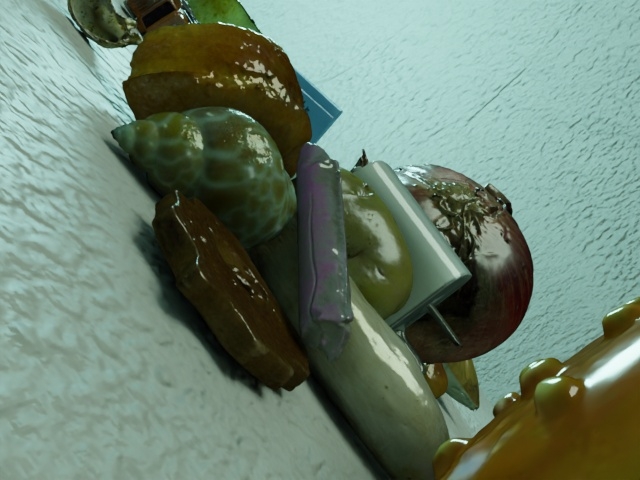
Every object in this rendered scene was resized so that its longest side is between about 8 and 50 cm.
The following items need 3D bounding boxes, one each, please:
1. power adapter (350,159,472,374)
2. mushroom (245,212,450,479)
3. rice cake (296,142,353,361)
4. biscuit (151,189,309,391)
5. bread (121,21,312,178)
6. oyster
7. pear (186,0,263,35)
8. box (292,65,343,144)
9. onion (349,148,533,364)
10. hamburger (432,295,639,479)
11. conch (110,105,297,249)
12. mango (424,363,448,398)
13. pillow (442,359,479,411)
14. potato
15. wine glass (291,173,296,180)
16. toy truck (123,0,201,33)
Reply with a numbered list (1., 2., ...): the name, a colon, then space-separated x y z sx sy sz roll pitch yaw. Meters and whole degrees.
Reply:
1. power adapter: 0.084 0.051 1.193 0.255 0.187 0.124 54 12 12
2. mushroom: 0.017 0.091 0.926 0.351 0.095 0.123 57 -10 20
3. rice cake: 0.001 0.000 0.871 0.049 0.055 0.270 16 40 -16
4. biscuit: -0.076 0.041 0.725 0.182 0.034 0.215 56 5 11
5. bread: -0.085 -0.147 0.999 0.260 0.134 0.129 31 50 -57
6. oyster: -0.243 -0.255 1.030 0.038 0.080 0.083 176 -91 -70
7. pear: -0.263 -0.475 1.751 0.292 0.159 0.292 55 2 -3
8. box: -0.078 -0.176 1.292 0.142 0.083 0.232 42 -15 -10
9. onion: 0.158 0.021 1.420 0.354 0.353 0.353 52 6 -7
10. hamburger: 0.247 0.215 0.724 0.277 0.395 0.396 52 5 12
11. conch: -0.091 -0.060 0.847 0.106 0.116 0.173 -73 141 -62
12. mango: 0.182 0.231 1.562 0.114 0.060 0.080 43 28 -72
13. pillow: 0.201 0.161 1.840 0.312 0.119 0.310 53 9 -18
14. potato: 0.018 0.012 1.077 0.200 0.154 0.137 60 9 12
15. wine glass: -0.097 -0.110 1.194 0.202 0.093 0.093 46 9 -48
16. toy truck: -0.250 -0.363 1.533 0.092 0.083 0.192 59 5 6
